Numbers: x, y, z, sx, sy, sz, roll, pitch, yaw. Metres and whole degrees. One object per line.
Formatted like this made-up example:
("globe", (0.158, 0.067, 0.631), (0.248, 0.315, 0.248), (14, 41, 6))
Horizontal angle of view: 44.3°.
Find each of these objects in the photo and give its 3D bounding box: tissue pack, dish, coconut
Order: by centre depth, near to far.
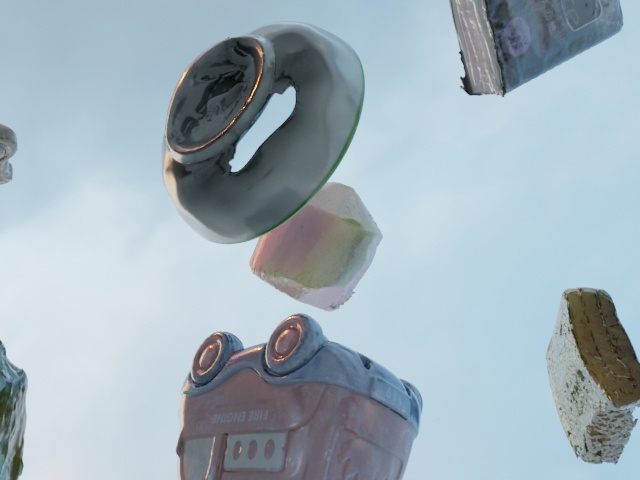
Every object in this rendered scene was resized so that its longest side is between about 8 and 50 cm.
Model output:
("dish", (-0.108, -0.164, 1.013), (0.324, 0.124, 0.324), (-24, -130, 31))
("tissue pack", (0.396, -0.446, 1.448), (0.122, 0.361, 0.259), (17, -49, 54))
("coconut", (0.000, 0.000, 1.566), (0.233, 0.233, 0.245), (29, -90, 36))

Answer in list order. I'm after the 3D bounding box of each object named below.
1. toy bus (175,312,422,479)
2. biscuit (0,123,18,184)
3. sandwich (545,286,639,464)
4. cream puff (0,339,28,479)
("toy bus", (-0.038, 0.233, 0.870), (0.294, 0.197, 0.231), (-17, -133, 42))
("biscuit", (-0.554, -0.141, 1.183), (0.295, 0.186, 0.044), (136, -49, -64))
("sandwich", (0.428, 0.212, 1.251), (0.087, 0.251, 0.226), (-6, -128, 2))
("cream puff", (-0.230, 0.115, 0.430), (0.146, 0.116, 0.146), (-171, -90, -81))
